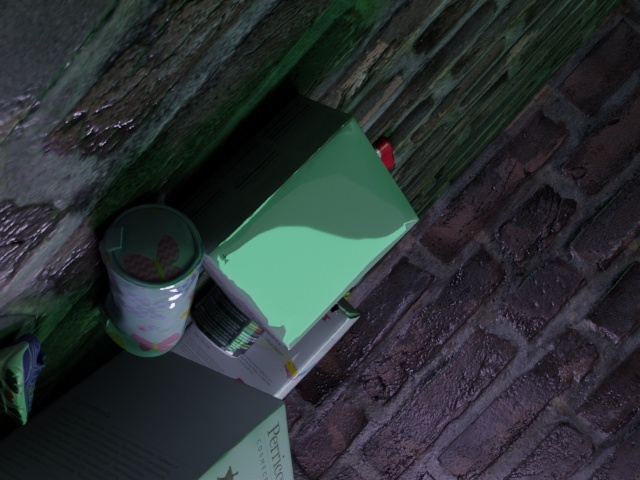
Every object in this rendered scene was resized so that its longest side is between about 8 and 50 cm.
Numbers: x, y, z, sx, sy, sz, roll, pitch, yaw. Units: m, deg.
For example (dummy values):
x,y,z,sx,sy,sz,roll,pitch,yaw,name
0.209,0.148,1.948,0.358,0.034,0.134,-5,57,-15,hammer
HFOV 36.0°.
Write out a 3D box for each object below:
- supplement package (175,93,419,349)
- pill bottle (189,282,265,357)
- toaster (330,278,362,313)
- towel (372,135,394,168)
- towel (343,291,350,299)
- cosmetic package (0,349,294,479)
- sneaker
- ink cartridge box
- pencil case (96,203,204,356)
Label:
x,y,z,sx,sy,sz,roll,pitch,yaw,name
-0.036,-0.027,1.338,0.262,0.145,0.204,-44,126,-10,supplement package
-0.113,0.086,1.797,0.245,0.130,0.130,-47,171,5,pill bottle
0.000,0.000,1.662,0.129,0.227,0.146,-21,-171,5,toaster
0.053,-0.097,2.067,0.275,0.031,0.199,-46,170,-3,towel
-0.045,0.117,2.080,0.102,0.021,0.237,-41,-146,-24,towel
-0.283,0.425,1.549,0.394,0.327,0.329,-38,134,-42,cosmetic package
-0.375,0.175,1.241,0.071,0.068,0.170,-46,172,-37,sneaker
-0.107,0.180,1.925,0.306,0.226,0.131,-46,169,7,ink cartridge box
-0.221,0.056,1.264,0.273,0.124,0.113,118,-10,-62,pencil case
